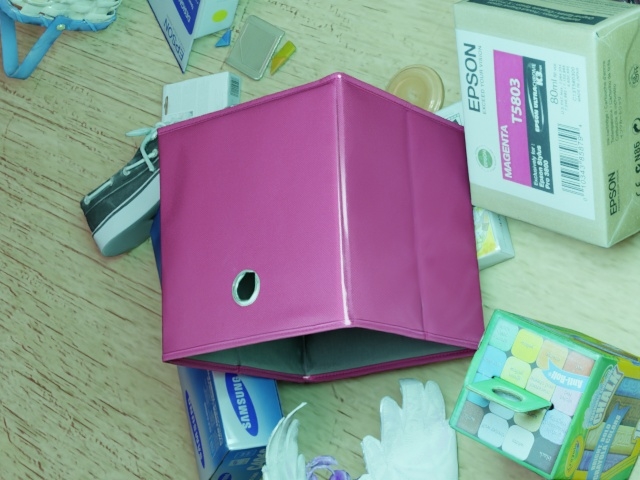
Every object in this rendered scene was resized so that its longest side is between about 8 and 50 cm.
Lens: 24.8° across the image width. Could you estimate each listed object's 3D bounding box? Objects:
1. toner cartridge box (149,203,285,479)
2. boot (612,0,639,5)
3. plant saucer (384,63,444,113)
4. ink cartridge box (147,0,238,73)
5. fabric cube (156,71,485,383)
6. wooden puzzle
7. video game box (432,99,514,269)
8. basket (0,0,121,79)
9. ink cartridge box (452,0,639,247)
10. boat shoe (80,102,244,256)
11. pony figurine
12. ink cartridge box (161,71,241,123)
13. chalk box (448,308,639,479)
[{"bbox_3d":[-0.127,0.106,1.740,0.165,0.075,0.348,119,141,-60],"label":"toner cartridge box"},{"bbox_3d":[0.306,-0.174,1.521,0.246,0.094,0.207,-26,64,27],"label":"boot"},{"bbox_3d":[0.108,-0.168,1.718,0.083,0.013,0.083,-9,74,36],"label":"plant saucer"},{"bbox_3d":[-0.179,-0.435,1.919,0.303,0.072,0.307,64,153,28],"label":"ink cartridge box"},{"bbox_3d":[0.000,0.000,1.548,0.254,0.259,0.258,-12,73,35],"label":"fabric cube"},{"bbox_3d":[-0.083,-0.249,1.880,0.116,0.014,0.078,42,100,35],"label":"wooden puzzle"},{"bbox_3d":[0.109,-0.036,1.666,0.205,0.048,0.187,-23,65,31],"label":"video game box"},{"bbox_3d":[-0.383,-0.397,2.024,0.289,0.201,0.255,-41,56,47],"label":"basket"},{"bbox_3d":[0.238,-0.131,1.480,0.193,0.088,0.235,20,127,46],"label":"ink cartridge box"},{"bbox_3d":[-0.195,-0.101,1.866,0.306,0.113,0.105,-39,73,34],"label":"boat shoe"},{"bbox_3d":[0.010,0.342,1.538,0.363,0.303,0.351,-17,84,43],"label":"pony figurine"},{"bbox_3d":[-0.157,-0.181,1.908,0.115,0.029,0.063,-6,76,37],"label":"ink cartridge box"},{"bbox_3d":[0.226,0.153,1.430,0.132,0.213,0.132,25,95,37],"label":"chalk box"}]
